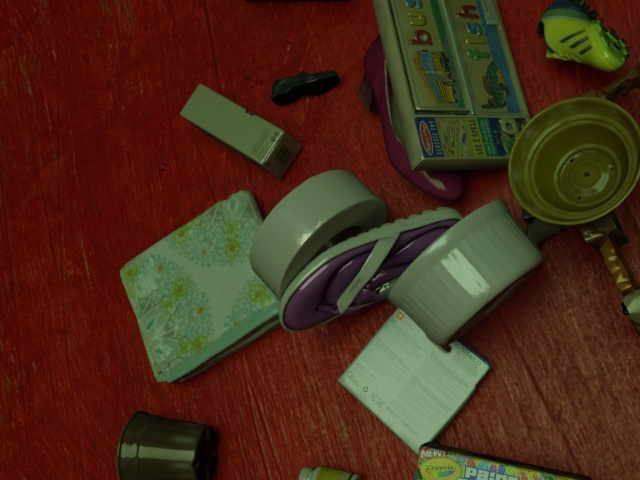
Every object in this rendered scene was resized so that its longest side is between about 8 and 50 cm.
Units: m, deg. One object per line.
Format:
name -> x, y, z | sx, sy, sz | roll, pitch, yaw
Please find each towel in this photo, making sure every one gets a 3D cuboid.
towel -> -0.257, 0.106, 1.624 | 0.374, 0.090, 0.320 | -31, 67, 12

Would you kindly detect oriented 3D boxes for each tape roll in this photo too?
tape roll -> 0.000, 0.000, 1.440 | 0.286, 0.286, 0.100 | -48, 65, 5

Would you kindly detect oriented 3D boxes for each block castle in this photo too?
block castle -> 0.594, -0.082, 1.263 | 0.303, 0.213, 0.453 | -32, 59, 25

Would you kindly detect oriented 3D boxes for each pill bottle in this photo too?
pill bottle -> 0.018, 0.480, 1.424 | 0.116, 0.065, 0.065 | 5, 78, 23

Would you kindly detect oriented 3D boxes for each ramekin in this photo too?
ramekin -> 0.270, 0.068, 1.321 | 0.277, 0.277, 0.135 | -42, 72, 7

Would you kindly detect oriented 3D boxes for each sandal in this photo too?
sandal -> 0.109, 0.062, 1.387 | 0.416, 0.169, 0.102 | -30, 44, -6

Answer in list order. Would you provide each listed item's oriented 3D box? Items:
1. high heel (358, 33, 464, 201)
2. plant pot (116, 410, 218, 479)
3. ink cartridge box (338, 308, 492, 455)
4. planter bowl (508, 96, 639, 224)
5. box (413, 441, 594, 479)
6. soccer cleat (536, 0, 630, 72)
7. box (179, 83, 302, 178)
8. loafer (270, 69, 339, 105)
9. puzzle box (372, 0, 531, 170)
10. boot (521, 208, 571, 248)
high heel -> 0.192, -0.258, 1.474 | 0.127, 0.181, 0.377 | -20, 61, -27
plant pot -> -0.313, 0.447, 1.526 | 0.165, 0.167, 0.167 | -1, 76, 14
ink cartridge box -> 0.185, 0.263, 1.423 | 0.223, 0.045, 0.224 | 40, 92, 25
planter bowl -> 0.430, -0.120, 1.201 | 0.217, 0.090, 0.217 | -11, 70, 32
box -> 0.292, 0.510, 1.221 | 0.290, 0.177, 0.279 | 8, 79, 15
soccer cleat -> 0.497, -0.378, 1.393 | 0.121, 0.093, 0.289 | -46, 28, 27
box -> -0.185, -0.253, 1.679 | 0.275, 0.113, 0.094 | 33, 90, 25
loafer -> -0.039, -0.368, 1.677 | 0.170, 0.062, 0.061 | -12, 67, 18
puzzle box -> 0.268, -0.334, 1.456 | 0.272, 0.052, 0.409 | -4, 71, -20
boot -> 0.439, -0.023, 1.400 | 0.087, 0.042, 0.118 | -8, 80, 12
